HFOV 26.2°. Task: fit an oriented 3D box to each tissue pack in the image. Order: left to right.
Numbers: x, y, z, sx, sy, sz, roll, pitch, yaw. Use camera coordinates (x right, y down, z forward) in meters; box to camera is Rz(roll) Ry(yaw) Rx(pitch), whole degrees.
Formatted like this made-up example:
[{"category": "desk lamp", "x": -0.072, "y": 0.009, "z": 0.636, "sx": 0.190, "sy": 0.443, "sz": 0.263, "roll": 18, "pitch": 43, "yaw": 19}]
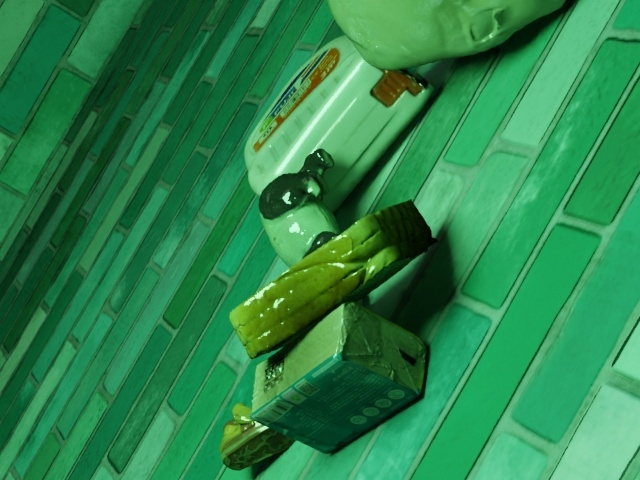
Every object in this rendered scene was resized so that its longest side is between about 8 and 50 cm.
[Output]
[{"category": "tissue pack", "x": 0.018, "y": 0.150, "z": 1.495, "sx": 0.169, "sy": 0.120, "sz": 0.082, "roll": -39, "pitch": 33, "yaw": 40}]

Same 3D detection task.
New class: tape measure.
[{"category": "tape measure", "x": 0.017, "y": -0.155, "z": 1.858, "sx": 0.258, "sy": 0.130, "sz": 0.265, "roll": -52, "pitch": 19, "yaw": 10}]

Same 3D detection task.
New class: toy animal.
[{"category": "toy animal", "x": 0.000, "y": 0.000, "z": 1.690, "sx": 0.121, "sy": 0.094, "sz": 0.225, "roll": -45, "pitch": 64, "yaw": 26}]

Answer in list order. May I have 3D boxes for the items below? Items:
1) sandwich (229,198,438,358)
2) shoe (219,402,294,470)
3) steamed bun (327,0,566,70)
[{"category": "sandwich", "x": 0.013, "y": 0.044, "z": 1.527, "sx": 0.214, "sy": 0.065, "sz": 0.186, "roll": -36, "pitch": -7, "yaw": 25}, {"category": "shoe", "x": -0.077, "y": 0.225, "z": 1.657, "sx": 0.109, "sy": 0.072, "sz": 0.069, "roll": -50, "pitch": 30, "yaw": 20}, {"category": "steamed bun", "x": 0.144, "y": -0.381, "z": 1.643, "sx": 0.324, "sy": 0.219, "sz": 0.310, "roll": -7, "pitch": 55, "yaw": 30}]
